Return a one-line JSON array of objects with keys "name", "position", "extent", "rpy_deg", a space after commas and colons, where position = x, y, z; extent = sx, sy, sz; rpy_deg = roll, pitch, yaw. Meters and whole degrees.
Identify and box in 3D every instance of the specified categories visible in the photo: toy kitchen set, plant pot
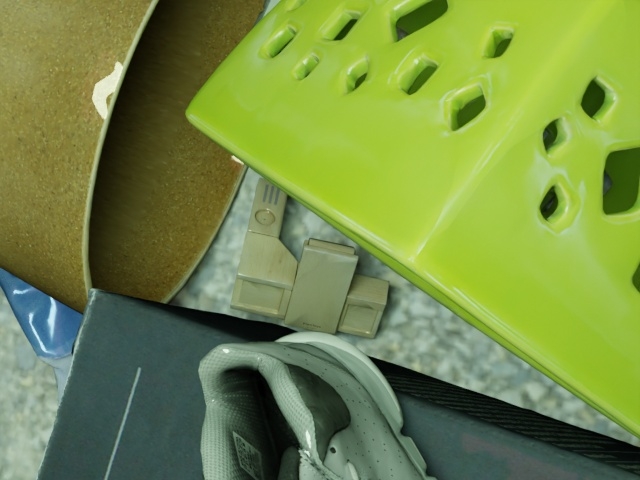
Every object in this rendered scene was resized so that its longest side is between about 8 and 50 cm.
[{"name": "toy kitchen set", "position": [0.000, 0.000, 0.992], "extent": [0.083, 0.068, 0.075], "rpy_deg": [13, 50, -3]}, {"name": "plant pot", "position": [0.111, -0.057, 0.838], "extent": [0.207, 0.227, 0.228], "rpy_deg": [-56, 36, -1]}, {"name": "plant pot", "position": [-0.180, -0.105, 0.965], "extent": [0.254, 0.237, 0.237], "rpy_deg": [20, 91, 13]}]

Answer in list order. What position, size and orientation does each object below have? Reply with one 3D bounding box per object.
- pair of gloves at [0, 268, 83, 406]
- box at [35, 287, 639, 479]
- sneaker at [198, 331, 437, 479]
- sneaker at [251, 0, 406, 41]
[{"name": "pair of gloves", "position": [-0.205, 0.052, 1.097], "extent": [0.198, 0.023, 0.159], "rpy_deg": [-21, 75, 19]}, {"name": "box", "position": [0.054, 0.224, 0.859], "extent": [0.396, 0.212, 0.293], "rpy_deg": [18, 90, 24]}, {"name": "sneaker", "position": [0.018, 0.131, 0.699], "extent": [0.086, 0.132, 0.228], "rpy_deg": [-43, 68, 12]}, {"name": "sneaker", "position": [0.070, -0.182, 0.981], "extent": [0.122, 0.110, 0.283], "rpy_deg": [26, 99, 9]}]
